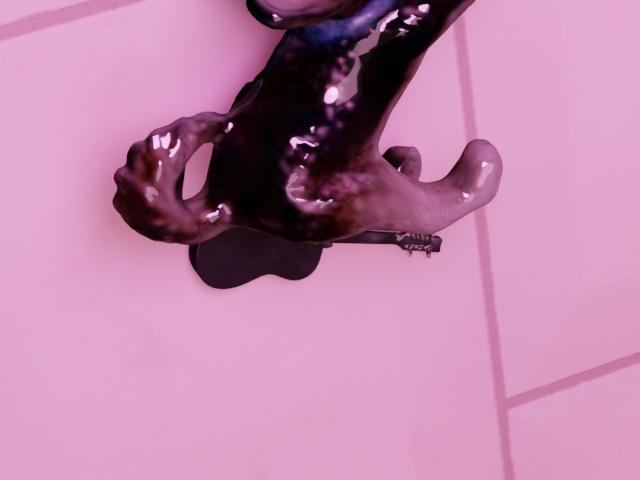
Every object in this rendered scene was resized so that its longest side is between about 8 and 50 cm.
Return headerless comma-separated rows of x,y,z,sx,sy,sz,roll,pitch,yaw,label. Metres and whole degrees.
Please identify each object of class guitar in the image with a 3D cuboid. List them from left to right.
0.000,0.000,1.679,0.233,0.025,0.088,3,113,-25,guitar

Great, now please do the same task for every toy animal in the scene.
-0.008,-0.149,1.498,0.303,0.194,0.344,-5,112,-27,toy animal
